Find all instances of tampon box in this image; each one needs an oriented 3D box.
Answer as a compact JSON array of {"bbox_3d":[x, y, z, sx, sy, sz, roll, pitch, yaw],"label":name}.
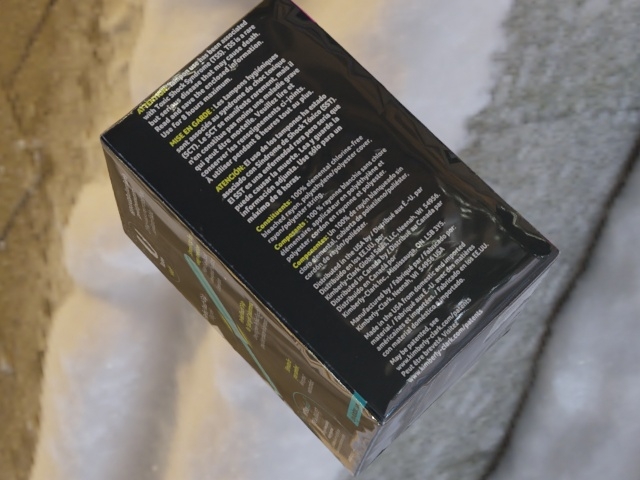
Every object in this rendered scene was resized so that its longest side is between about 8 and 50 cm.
[{"bbox_3d":[0.000,0.000,0.600,0.161,0.101,0.120,45,165,11],"label":"tampon box"}]
